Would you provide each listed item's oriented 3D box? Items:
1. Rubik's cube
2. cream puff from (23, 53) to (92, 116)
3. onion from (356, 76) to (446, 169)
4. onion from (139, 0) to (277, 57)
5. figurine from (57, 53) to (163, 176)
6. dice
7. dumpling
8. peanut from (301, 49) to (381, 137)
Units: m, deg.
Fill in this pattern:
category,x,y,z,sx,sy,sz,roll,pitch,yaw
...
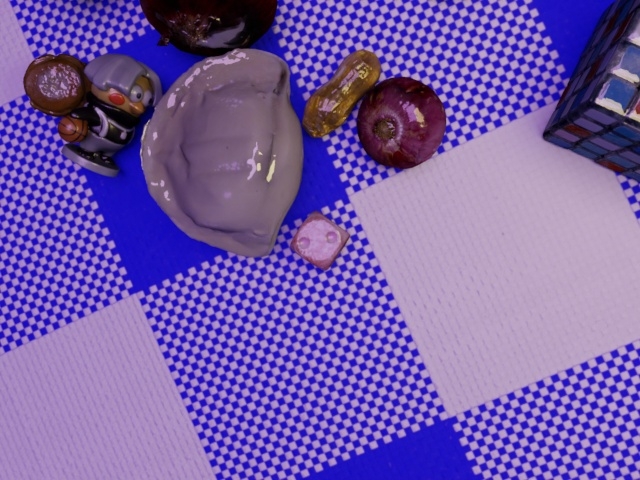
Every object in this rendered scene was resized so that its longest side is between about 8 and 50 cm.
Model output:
category,x,y,z,sx,sy,sz,roll,pitch,yaw
Rubik's cube,0.609,-0.269,1.000,0.292,0.287,0.293,29,93,6
cream puff,-0.536,-0.322,1.206,0.144,0.103,0.126,-3,103,6
onion,0.155,-0.227,1.118,0.177,0.153,0.177,3,107,9
onion,-0.205,-0.491,1.106,0.273,0.273,0.285,19,66,5
figurine,-0.427,-0.260,1.163,0.133,0.176,0.236,31,96,17
dice,0.000,0.000,1.157,0.091,0.093,0.094,33,92,5
dumpling,-0.188,-0.171,1.098,0.316,0.233,0.394,9,98,-3
peanut,0.040,-0.294,1.158,0.087,0.087,0.206,41,92,4
